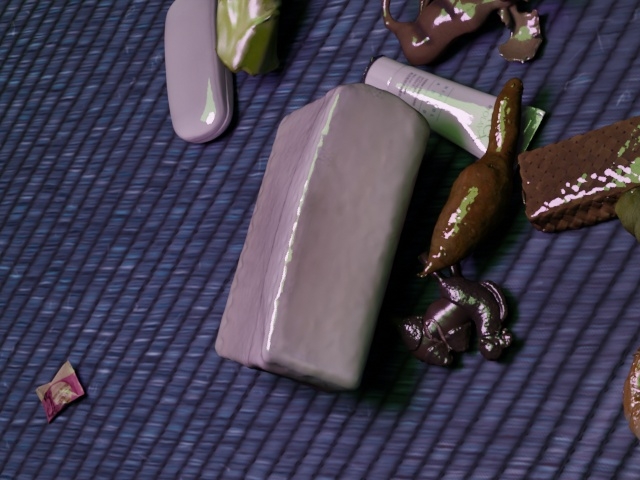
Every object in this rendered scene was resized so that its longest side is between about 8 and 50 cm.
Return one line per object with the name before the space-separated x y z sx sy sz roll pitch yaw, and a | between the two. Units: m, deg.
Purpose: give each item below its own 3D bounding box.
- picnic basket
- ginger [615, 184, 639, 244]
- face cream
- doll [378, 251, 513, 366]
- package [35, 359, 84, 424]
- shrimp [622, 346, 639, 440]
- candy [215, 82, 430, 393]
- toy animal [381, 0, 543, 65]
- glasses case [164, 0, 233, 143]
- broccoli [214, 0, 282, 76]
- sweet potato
picnic basket | 0.319 -0.079 1.832 0.193 0.055 0.110 -18 64 30
ginger | 0.403 -0.001 1.647 0.089 0.137 0.290 -61 8 11
face cream | 0.161 -0.164 1.972 0.244 0.058 0.092 28 93 31
doll | 0.155 0.094 1.885 0.139 0.057 0.165 -47 59 8
package | -0.370 0.214 2.217 0.083 0.029 0.059 -42 62 28
shrimp | 0.374 0.144 1.732 0.099 0.041 0.180 -23 62 43
candy | 0.003 0.000 1.921 0.208 0.145 0.358 169 119 -70
toy animal | 0.191 -0.288 1.980 0.214 0.094 0.186 -40 51 25
glasses case | -0.172 -0.247 2.223 0.092 0.059 0.233 -20 63 25
broccoli | -0.036 -0.441 2.103 0.353 0.275 0.397 143 129 -58
sweet potato | 0.198 -0.066 1.882 0.075 0.075 0.269 19 80 37
